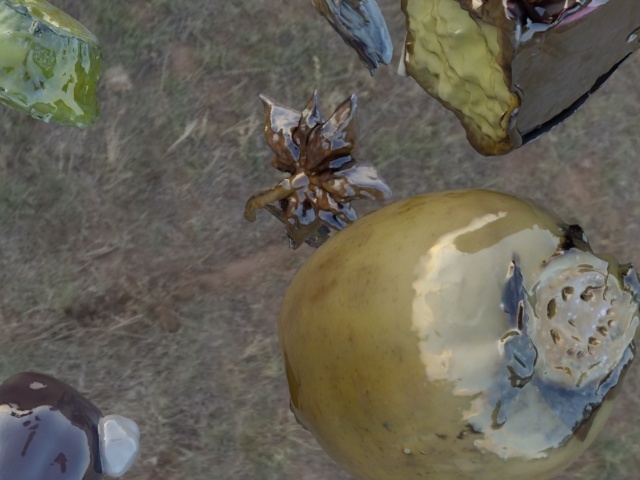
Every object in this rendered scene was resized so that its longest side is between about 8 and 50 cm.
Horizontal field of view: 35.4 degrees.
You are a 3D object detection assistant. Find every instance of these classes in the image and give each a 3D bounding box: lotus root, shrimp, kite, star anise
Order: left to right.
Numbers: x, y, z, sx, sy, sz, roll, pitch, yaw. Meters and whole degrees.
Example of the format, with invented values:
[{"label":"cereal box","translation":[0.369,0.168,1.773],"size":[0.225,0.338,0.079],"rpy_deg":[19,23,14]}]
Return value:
[{"label":"shrimp","translation":[-0.025,-0.296,0.933],"size":[0.062,0.164,0.317],"rpy_deg":[-36,96,-2]},{"label":"star anise","translation":[-0.022,-0.114,1.731],"size":[0.109,0.349,0.292],"rpy_deg":[-10,106,-46]},{"label":"kite","translation":[0.000,0.000,1.966],"size":[0.321,0.234,0.016],"rpy_deg":[29,77,-5]},{"label":"lotus root","translation":[0.056,0.072,0.631],"size":[0.183,0.310,0.182],"rpy_deg":[7,73,-25]}]

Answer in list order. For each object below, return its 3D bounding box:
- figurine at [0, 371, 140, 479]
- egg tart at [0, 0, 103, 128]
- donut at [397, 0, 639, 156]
[{"label":"figurine","translation":[-0.452,0.338,1.426],"size":[0.206,0.365,0.218],"rpy_deg":[50,33,-3]},{"label":"egg tart","translation":[-0.269,-0.177,0.882],"size":[0.197,0.197,0.078],"rpy_deg":[32,100,-18]},{"label":"donut","translation":[0.142,-0.214,0.538],"size":[0.259,0.345,0.136],"rpy_deg":[-42,65,-3]}]
